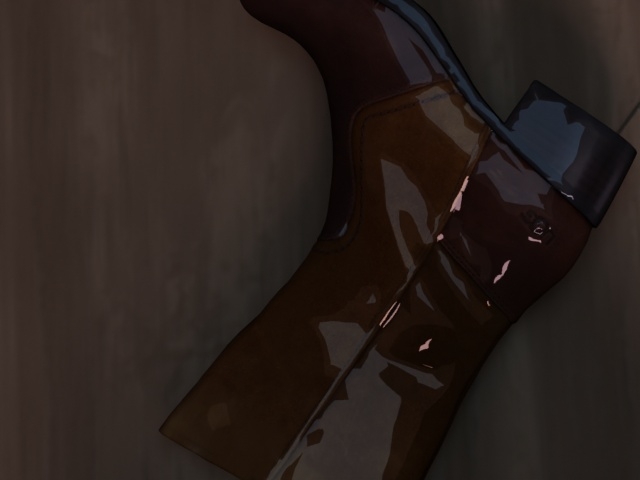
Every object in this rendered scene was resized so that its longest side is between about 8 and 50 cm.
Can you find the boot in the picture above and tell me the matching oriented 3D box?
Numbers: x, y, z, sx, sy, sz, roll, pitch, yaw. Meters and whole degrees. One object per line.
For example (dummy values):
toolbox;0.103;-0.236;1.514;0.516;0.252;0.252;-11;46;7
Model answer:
boot;0.000;0.000;1.115;0.264;0.096;0.280;34;91;7
